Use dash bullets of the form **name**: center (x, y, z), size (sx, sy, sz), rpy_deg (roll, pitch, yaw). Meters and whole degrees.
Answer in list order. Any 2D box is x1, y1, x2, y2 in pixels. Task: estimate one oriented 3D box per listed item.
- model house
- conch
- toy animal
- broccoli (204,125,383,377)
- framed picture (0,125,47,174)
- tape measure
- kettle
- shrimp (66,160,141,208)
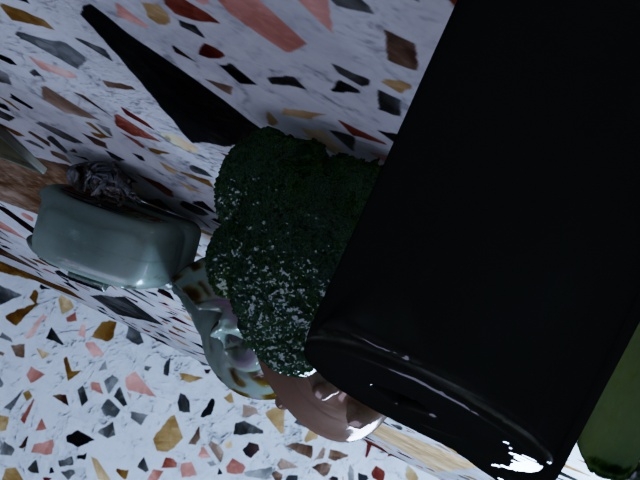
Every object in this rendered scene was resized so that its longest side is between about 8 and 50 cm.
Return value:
- **model house**: center (0.390, 0.184, 1.395), size (0.189, 0.214, 0.195), rpy_deg (27, 164, -9)
- **conch**: center (-0.100, 0.121, 2.079), size (0.249, 0.197, 0.368), rpy_deg (41, 161, 5)
- **toy animal**: center (0.057, 0.122, 1.727), size (0.237, 0.269, 0.326), rpy_deg (47, 119, -6)
- **broccoli**: center (0.000, 0.000, 1.494), size (0.254, 0.269, 0.269), rpy_deg (-20, 147, 18)
- **framed picture**: center (-0.575, -0.182, 2.194), size (0.250, 0.016, 0.184), rpy_deg (20, 165, 25)
- **tape measure**: center (-0.322, -0.001, 2.061), size (0.243, 0.125, 0.246), rpy_deg (18, -170, 21)
- **kettle**: center (0.134, -0.010, 0.935), size (0.203, 0.308, 0.262), rpy_deg (24, 166, 13)
- **shrimp**: center (-0.306, -0.080, 1.969), size (0.165, 0.065, 0.057), rpy_deg (27, 134, 50)
